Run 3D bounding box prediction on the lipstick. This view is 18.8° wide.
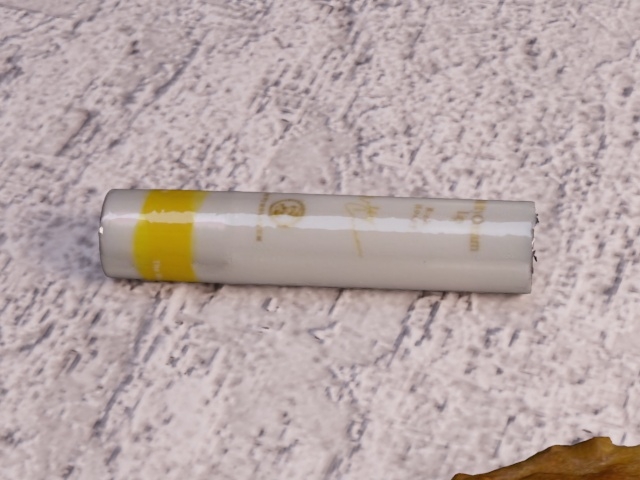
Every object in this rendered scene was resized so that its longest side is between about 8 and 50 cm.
[{"bbox_3d":[0.000,0.000,1.177,0.264,0.059,0.059,3,43,7],"label":"lipstick"}]

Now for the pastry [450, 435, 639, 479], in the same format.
[{"bbox_3d":[0.116,0.186,0.888,0.257,0.121,0.236,-5,20,21],"label":"pastry"}]
